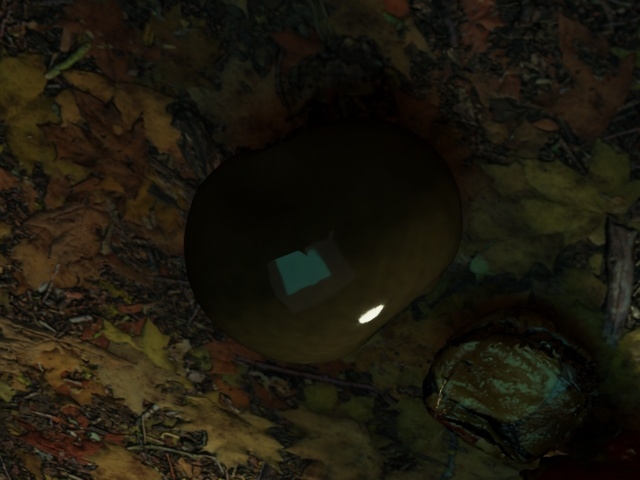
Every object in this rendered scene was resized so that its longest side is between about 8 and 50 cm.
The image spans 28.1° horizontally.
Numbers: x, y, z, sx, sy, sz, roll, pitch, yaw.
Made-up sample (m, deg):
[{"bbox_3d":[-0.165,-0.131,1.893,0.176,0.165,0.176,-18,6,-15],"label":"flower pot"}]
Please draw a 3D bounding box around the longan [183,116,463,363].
[{"bbox_3d":[0.000,0.000,1.498,0.350,0.288,0.288,-31,114,28],"label":"longan"}]

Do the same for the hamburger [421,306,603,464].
[{"bbox_3d":[0.248,0.184,1.673,0.231,0.107,0.231,11,128,14],"label":"hamburger"}]

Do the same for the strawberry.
[{"bbox_3d":[0.381,0.400,1.679,0.257,0.257,0.277,-47,61,42],"label":"strawberry"}]
